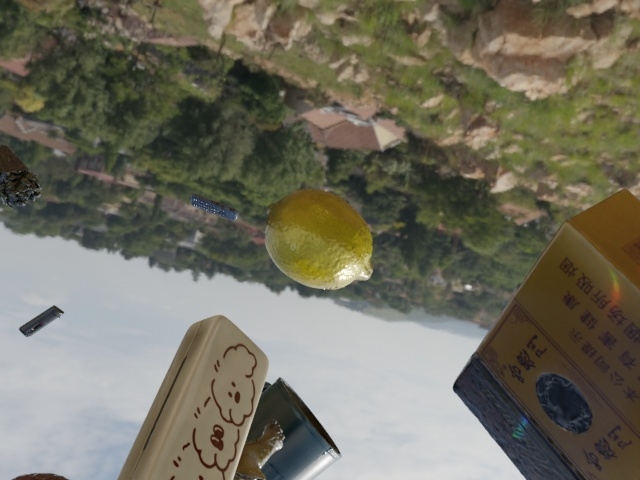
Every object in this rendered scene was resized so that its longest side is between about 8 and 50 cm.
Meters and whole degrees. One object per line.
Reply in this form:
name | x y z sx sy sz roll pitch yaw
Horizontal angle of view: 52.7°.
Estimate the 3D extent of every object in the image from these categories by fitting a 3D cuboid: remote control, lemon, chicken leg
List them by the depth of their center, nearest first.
chicken leg | -0.138 0.413 1.217 0.196 0.125 0.080 0 151 -40
remote control | -0.545 0.160 1.265 0.034 0.091 0.016 51 -169 -37
lemon | 0.000 0.000 1.656 0.320 0.245 0.245 33 171 -10
remote control | -0.315 -0.098 1.925 0.152 0.027 0.043 20 141 8

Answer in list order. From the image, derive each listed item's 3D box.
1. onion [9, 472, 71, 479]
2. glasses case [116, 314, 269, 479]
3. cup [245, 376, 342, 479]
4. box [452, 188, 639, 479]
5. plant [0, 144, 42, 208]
onion | -0.816 0.761 1.950 0.247 0.111 0.250 13 147 23
glasses case | -0.182 0.277 0.961 0.076 0.336 0.144 -23 123 32
cup | -0.153 0.495 1.564 0.308 0.292 0.242 47 173 27
box | 0.340 0.174 0.802 0.264 0.116 0.415 51 150 25
plant | -0.679 -0.135 1.411 0.143 0.092 0.094 54 -161 -3
